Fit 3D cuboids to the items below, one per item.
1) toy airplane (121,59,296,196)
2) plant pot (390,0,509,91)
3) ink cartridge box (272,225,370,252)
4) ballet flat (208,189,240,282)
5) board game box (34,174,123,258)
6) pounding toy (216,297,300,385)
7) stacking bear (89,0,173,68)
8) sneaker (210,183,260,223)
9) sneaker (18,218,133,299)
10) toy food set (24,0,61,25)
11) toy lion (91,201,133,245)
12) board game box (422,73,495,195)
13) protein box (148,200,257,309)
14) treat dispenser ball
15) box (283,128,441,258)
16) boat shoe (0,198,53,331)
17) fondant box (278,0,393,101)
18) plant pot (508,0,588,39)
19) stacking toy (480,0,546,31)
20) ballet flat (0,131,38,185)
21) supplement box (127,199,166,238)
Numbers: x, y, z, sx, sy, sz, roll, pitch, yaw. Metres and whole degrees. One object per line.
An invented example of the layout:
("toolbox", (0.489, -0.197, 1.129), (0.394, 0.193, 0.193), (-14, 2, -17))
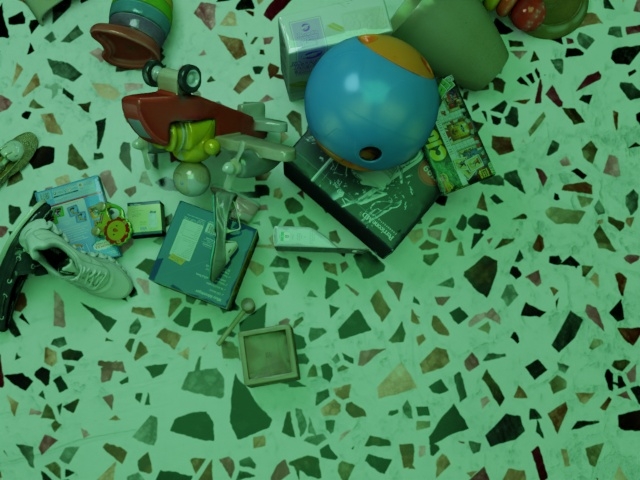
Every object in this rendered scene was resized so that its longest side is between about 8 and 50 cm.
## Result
("toy airplane", (-0.261, -0.231, 1.646), (0.384, 0.386, 0.273), (15, 91, -10))
("plant pot", (0.330, -0.510, 1.770), (0.274, 0.256, 0.257), (36, 82, -14))
("ink cartridge box", (0.000, 0.000, 1.698), (0.224, 0.181, 0.056), (0, 86, -2))
("ballet flat", (-0.217, -0.010, 1.609), (0.068, 0.072, 0.213), (3, 80, -7))
("board game box", (-0.597, -0.039, 1.750), (0.160, 0.039, 0.212), (-17, 83, -5))
("pounding toy", (-0.154, 0.246, 1.707), (0.180, 0.094, 0.206), (-10, 73, 1))
("stacking bear", (-0.448, -0.598, 1.781), (0.164, 0.175, 0.289), (10, 74, 1))
("sneaker", (-0.224, -0.088, 1.765), (0.134, 0.051, 0.070), (26, 77, -3))
("sneaker", (-0.562, 0.067, 1.646), (0.292, 0.118, 0.110), (36, 91, -35))
("toy food set", (-0.658, -0.727, 1.829), (0.306, 0.092, 0.220), (-34, 86, 2))
("toy lion", (-0.499, -0.038, 1.711), (0.096, 0.034, 0.100), (8, 81, 6))
("board game box", (0.294, -0.247, 1.644), (0.136, 0.030, 0.260), (-22, 83, -4))
("protein box", (-0.275, 0.041, 1.703), (0.199, 0.136, 0.201), (20, 82, 0))
("treat dispenser ball", (0.109, -0.292, 1.508), (0.287, 0.288, 0.289), (0, 82, -2))
("box", (0.135, -0.185, 1.730), (0.343, 0.179, 0.312), (40, 83, 4))
("boat shoe", (-0.712, 0.068, 1.686), (0.113, 0.127, 0.340), (31, 86, -8))
("fondant box", (0.027, -0.449, 1.686), (0.238, 0.330, 0.096), (-14, 83, -3))
("plant pot", (0.607, -0.656, 1.889), (0.236, 0.032, 0.237), (0, 83, -2))
("stacking toy", (0.435, -0.652, 1.829), (0.330, 0.141, 0.141), (36, 82, 2))
("ballet flat", (-0.784, -0.191, 1.749), (0.073, 0.067, 0.206), (37, 82, 4))
("supplement box", (-0.430, -0.051, 1.749), (0.083, 0.056, 0.083), (-5, 82, -3))
